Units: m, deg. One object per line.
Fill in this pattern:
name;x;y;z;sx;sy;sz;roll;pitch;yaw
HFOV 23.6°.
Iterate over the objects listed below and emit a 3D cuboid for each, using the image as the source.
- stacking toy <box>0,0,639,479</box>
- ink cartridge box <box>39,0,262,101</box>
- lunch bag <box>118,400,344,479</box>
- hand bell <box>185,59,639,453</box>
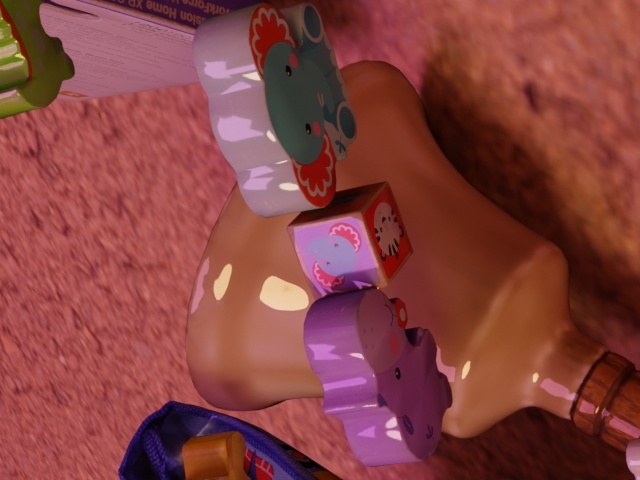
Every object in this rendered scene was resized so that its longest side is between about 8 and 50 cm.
stacking toy;0.000;0.000;0.393;0.167;0.052;0.221;-13;108;29
ink cartridge box;-0.132;-0.096;0.552;0.208;0.206;0.045;4;83;57
lunch bag;0.059;0.169;0.524;0.221;0.138;0.293;42;-178;-46
hand bell;0.092;0.049;0.452;0.242;0.126;0.126;27;142;25
